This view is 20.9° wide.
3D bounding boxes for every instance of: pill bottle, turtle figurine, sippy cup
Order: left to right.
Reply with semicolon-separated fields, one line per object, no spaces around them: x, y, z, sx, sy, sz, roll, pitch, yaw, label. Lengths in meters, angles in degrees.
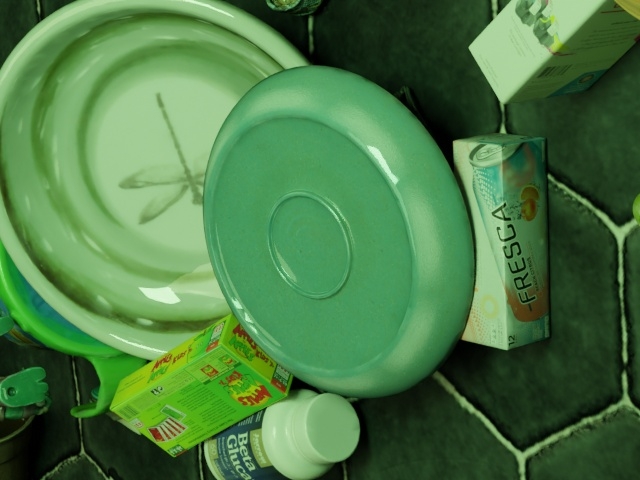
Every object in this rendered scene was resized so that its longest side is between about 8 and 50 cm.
-0.374;0.145;1.887;0.175;0.118;0.234;43;155;-11;turtle figurine
-0.283;0.029;1.944;0.224;0.240;0.305;-23;45;61;sippy cup
-0.037;0.203;1.773;0.169;0.094;0.094;-21;83;51;pill bottle

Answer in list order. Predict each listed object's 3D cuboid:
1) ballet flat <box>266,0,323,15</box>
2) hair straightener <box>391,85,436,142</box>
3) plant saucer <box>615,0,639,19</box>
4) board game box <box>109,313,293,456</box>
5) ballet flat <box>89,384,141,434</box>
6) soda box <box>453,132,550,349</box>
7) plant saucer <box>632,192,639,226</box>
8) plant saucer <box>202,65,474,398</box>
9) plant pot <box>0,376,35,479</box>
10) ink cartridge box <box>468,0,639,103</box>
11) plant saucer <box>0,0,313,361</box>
-0.006;-0.291;1.634;0.070;0.070;0.188;45;130;34;ballet flat
0.067;-0.031;1.634;0.089;0.047;0.230;15;105;11;hair straightener
0.239;-0.239;1.183;0.200;0.037;0.200;23;120;47;plant saucer
-0.121;0.150;1.764;0.092;0.043;0.181;40;131;-22;board game box
-0.196;0.193;1.985;0.213;0.072;0.068;-11;101;52;ballet flat
0.159;0.000;1.513;0.063;0.058;0.183;10;107;49;soda box
0.327;-0.004;1.318;0.188;0.045;0.188;61;138;21;plant saucer
0.000;0.000;1.583;0.318;0.044;0.317;16;115;37;plant saucer
-0.449;0.288;2.256;0.167;0.167;0.165;31;131;42;plant pot
0.214;-0.186;1.361;0.181;0.104;0.061;-46;65;45;ink cartridge box
-0.142;-0.071;1.746;0.401;0.100;0.400;6;115;13;plant saucer
